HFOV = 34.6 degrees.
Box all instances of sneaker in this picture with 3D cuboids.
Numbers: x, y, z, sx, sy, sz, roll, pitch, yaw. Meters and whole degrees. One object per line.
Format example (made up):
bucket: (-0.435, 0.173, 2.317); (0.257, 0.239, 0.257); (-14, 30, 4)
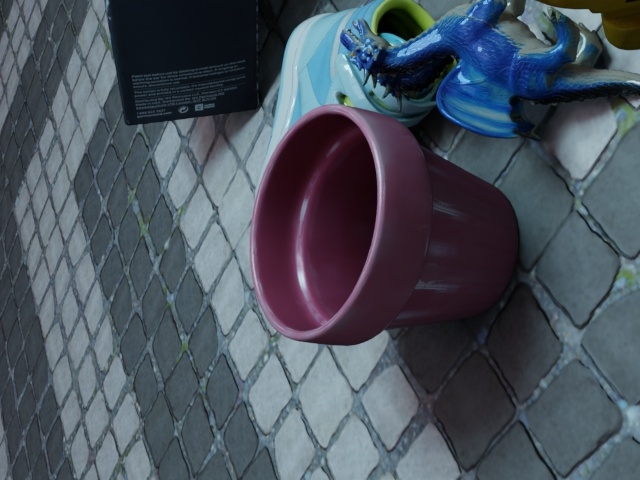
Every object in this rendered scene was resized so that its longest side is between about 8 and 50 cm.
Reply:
sneaker: (0.039, -0.095, 1.010); (0.208, 0.127, 0.319); (-11, 73, 57)

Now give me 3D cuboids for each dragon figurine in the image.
dragon figurine: (0.152, -0.129, 0.848); (0.289, 0.085, 0.144); (37, 110, 22)

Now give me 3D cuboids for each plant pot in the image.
plant pot: (0.063, -0.003, 0.896); (0.201, 0.180, 0.201); (-21, 64, 53)

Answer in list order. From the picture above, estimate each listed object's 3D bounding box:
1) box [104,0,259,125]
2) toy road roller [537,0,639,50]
box: (-0.190, -0.378, 1.274); (0.312, 0.179, 0.343); (97, 162, -55)
toy road roller: (0.271, -0.252, 0.672); (0.330, 0.240, 0.202); (-8, 71, 17)
